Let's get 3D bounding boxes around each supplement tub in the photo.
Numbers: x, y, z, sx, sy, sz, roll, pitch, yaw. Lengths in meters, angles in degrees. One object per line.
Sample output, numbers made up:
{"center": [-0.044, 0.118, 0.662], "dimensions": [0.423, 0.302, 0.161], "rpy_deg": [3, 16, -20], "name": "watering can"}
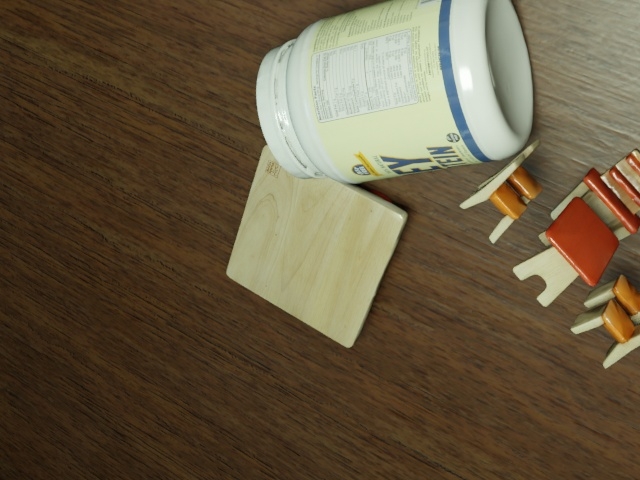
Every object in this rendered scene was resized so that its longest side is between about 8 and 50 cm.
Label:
{"center": [0.101, -0.204, 1.054], "dimensions": [0.325, 0.235, 0.235], "rpy_deg": [-7, 105, 31], "name": "supplement tub"}

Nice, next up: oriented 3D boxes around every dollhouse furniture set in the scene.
{"center": [0.343, -0.020, 0.974], "dimensions": [0.262, 0.259, 0.135], "rpy_deg": [49, 126, 4], "name": "dollhouse furniture set"}

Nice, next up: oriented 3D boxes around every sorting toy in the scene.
{"center": [0.000, 0.000, 1.274], "dimensions": [0.255, 0.089, 0.257], "rpy_deg": [29, 119, 17], "name": "sorting toy"}
